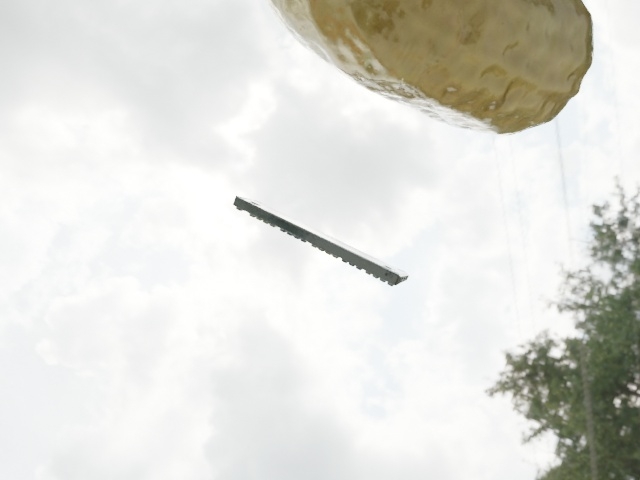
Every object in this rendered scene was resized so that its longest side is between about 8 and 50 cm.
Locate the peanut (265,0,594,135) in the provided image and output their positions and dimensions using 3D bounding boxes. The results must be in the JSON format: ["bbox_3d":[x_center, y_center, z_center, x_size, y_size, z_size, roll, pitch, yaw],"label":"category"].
[{"bbox_3d":[0.099,-0.182,0.591,0.340,0.158,0.174,4,-116,-47],"label":"peanut"}]

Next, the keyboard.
[{"bbox_3d":[0.001,-0.001,0.701,0.014,0.176,0.055,-66,-15,8],"label":"keyboard"}]
